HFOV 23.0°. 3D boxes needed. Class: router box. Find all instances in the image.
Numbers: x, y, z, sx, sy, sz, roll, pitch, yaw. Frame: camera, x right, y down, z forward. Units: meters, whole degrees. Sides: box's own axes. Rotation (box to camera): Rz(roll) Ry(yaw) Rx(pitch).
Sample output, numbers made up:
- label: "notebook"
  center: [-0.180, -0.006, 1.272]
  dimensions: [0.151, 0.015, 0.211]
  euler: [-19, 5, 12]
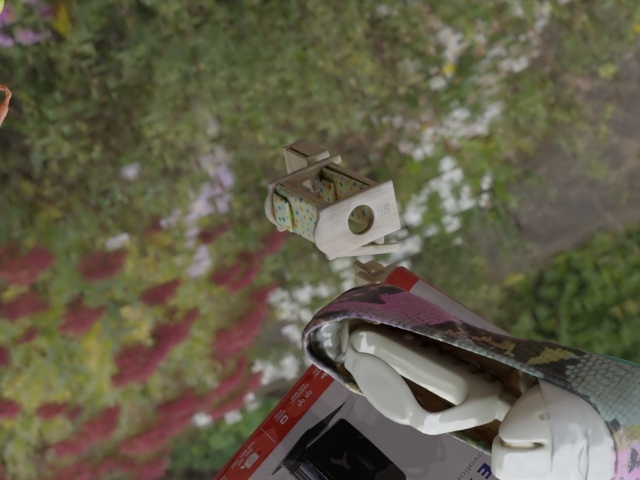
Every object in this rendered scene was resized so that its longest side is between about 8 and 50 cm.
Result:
- label: "router box"
  center: [0.044, 0.206, 1.232]
  dimensions: [0.335, 0.301, 0.082]
  euler: [-49, 118, -5]

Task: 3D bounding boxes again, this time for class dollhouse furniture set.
- label: "dollhouse furniture set"
  center: [0.000, 0.000, 1.712]
  dimensions: [0.101, 0.161, 0.182]
  euler: [-24, -152, -24]

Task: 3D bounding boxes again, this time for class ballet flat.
- label: "ballet flat"
  center: [0.084, 0.081, 0.779]
  dimensions: [0.079, 0.221, 0.077]
  euler: [-27, 130, -49]

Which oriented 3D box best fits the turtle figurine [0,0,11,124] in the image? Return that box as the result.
- label: "turtle figurine"
  center: [-0.384, -0.210, 1.497]
  dimensions: [0.217, 0.270, 0.087]
  euler: [-2, 172, 23]
